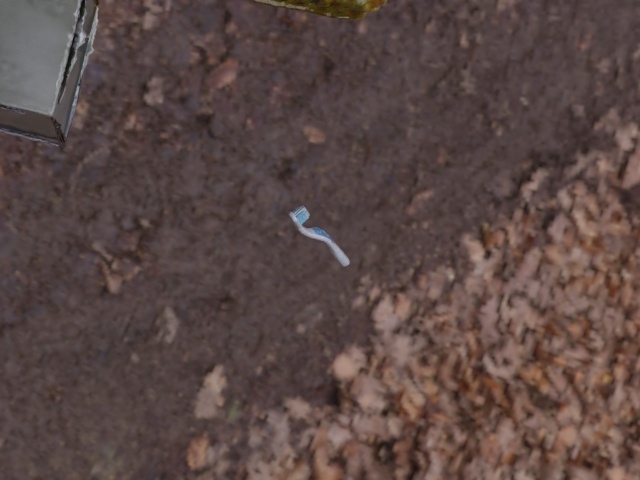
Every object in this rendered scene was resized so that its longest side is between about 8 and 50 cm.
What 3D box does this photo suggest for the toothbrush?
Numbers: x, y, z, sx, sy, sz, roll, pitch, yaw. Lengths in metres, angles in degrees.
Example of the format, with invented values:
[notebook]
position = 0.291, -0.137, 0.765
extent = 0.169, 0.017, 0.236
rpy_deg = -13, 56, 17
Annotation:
[toothbrush]
position = 0.000, 0.000, 0.969
extent = 0.017, 0.014, 0.162
rpy_deg = -38, 159, 1

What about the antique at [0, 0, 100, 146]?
[antique]
position = -0.244, -0.159, 0.864
extent = 0.152, 0.146, 0.148
rpy_deg = 13, 84, -9

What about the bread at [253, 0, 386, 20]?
[bread]
position = -0.102, -0.269, 1.092
extent = 0.367, 0.084, 0.077
rpy_deg = 6, 71, -22
